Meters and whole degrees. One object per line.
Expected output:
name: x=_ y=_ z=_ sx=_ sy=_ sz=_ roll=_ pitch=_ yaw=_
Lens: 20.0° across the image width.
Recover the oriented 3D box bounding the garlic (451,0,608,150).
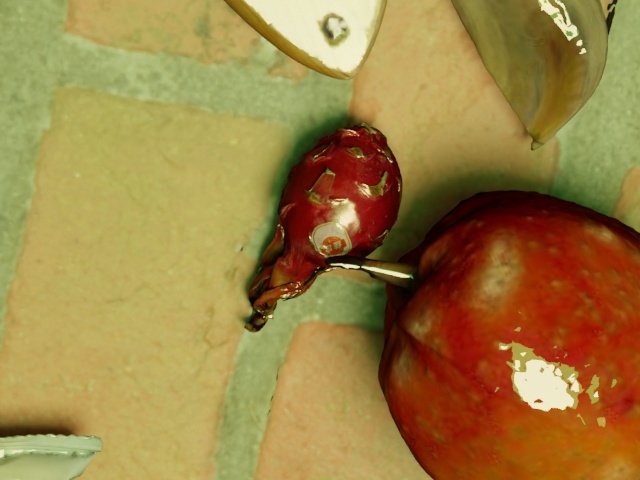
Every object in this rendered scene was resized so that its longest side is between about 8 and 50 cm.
garlic: x=0.162 y=-0.173 z=1.394 sx=0.101 sy=0.087 sz=0.195 roll=-27 pitch=110 yaw=10

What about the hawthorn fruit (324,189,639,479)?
hawthorn fruit: x=0.134 y=0.082 z=1.369 sx=0.300 sy=0.254 sz=0.254 roll=20 pitch=99 yaw=-12

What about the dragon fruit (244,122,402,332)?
dragon fruit: x=0.000 y=0.000 z=1.405 sx=0.094 sy=0.094 sz=0.190 roll=27 pitch=102 yaw=-15

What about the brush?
brush: x=-0.013 y=-0.232 z=1.304 sx=0.174 sy=0.166 sz=0.266 roll=-24 pitch=109 yaw=-4

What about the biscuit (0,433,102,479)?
biscuit: x=-0.271 y=0.288 z=1.430 sx=0.186 sy=0.079 sz=0.309 roll=6 pitch=101 yaw=-10
